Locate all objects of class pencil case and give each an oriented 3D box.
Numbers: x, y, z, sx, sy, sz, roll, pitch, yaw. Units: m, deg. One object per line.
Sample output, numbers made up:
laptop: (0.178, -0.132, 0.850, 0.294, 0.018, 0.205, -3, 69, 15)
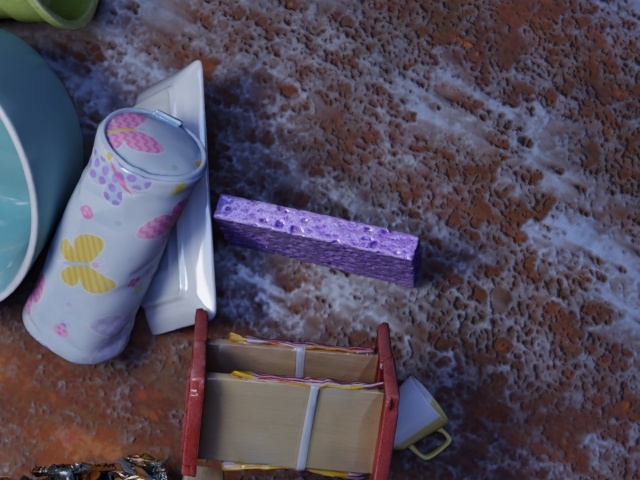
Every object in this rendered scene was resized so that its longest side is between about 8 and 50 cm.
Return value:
pencil case: (-0.206, -0.002, 1.618, 0.113, 0.124, 0.273, 33, 126, 8)

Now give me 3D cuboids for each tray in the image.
tray: (-0.161, -0.043, 1.679, 0.030, 0.145, 0.270, 2, 79, -33)

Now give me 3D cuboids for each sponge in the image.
sponge: (0.000, 0.000, 1.669, 0.210, 0.117, 0.031, 13, 77, 6)

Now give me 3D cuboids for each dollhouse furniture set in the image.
dollhouse furniture set: (-0.050, 0.269, 1.605, 0.201, 0.152, 0.374, 7, 112, -5)

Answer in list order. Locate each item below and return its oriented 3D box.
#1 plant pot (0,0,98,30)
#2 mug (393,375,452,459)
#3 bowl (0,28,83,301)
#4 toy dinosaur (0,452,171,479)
plant pot: (-0.401, -0.333, 1.695, 0.254, 0.276, 0.276, -10, 80, 14)
mug: (0.094, 0.189, 1.664, 0.064, 0.062, 0.078, -40, 74, 5)
bowl: (-0.366, -0.101, 1.650, 0.311, 0.163, 0.311, 15, 122, 25)
toy dinosaur: (-0.306, 0.299, 1.601, 0.322, 0.218, 0.164, -35, 104, 2)
